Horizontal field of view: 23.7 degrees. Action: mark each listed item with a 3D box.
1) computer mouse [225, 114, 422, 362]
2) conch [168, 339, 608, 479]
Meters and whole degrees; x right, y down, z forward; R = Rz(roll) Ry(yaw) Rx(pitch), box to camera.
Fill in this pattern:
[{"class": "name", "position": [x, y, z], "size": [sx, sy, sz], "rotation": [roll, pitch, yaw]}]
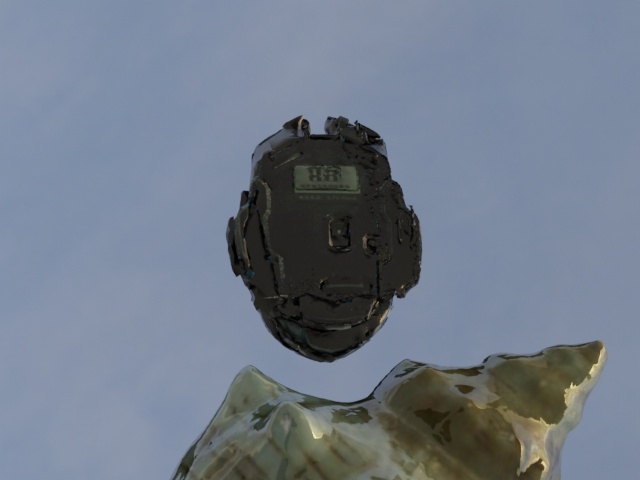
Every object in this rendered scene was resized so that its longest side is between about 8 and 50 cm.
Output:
[{"class": "computer mouse", "position": [0.000, 0.000, 1.176], "size": [0.146, 0.077, 0.242], "rotation": [2, -127, -4]}, {"class": "conch", "position": [-0.020, 0.158, 0.796], "size": [0.386, 0.203, 0.169], "rotation": [-24, -121, 11]}]
